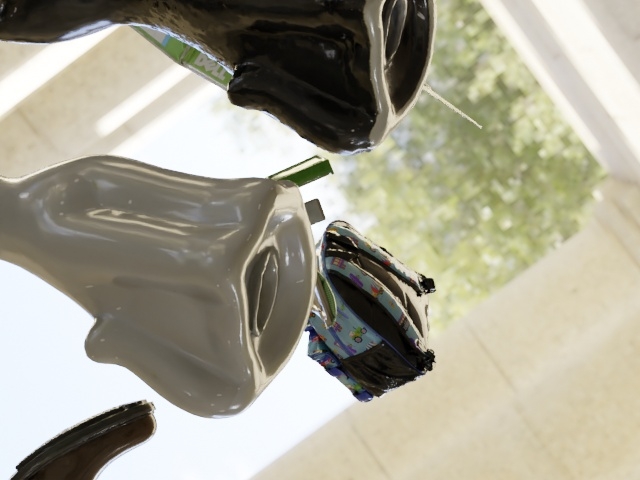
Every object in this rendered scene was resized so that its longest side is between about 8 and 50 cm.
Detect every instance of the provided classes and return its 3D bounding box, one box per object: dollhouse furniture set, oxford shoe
[{"bbox_3d":[0.000,0.000,1.408,0.076,0.059,0.151,-148,37,-72],"label":"dollhouse furniture set"},{"bbox_3d":[-0.210,0.211,1.170,0.096,0.227,0.083,51,175,4],"label":"oxford shoe"}]

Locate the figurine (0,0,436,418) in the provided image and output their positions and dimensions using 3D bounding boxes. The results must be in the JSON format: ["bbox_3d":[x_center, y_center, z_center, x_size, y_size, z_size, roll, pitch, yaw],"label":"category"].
[{"bbox_3d":[-0.086,-0.051,0.619,0.209,0.215,0.092,14,150,21],"label":"figurine"}]

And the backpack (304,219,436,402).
[{"bbox_3d":[0.037,0.072,1.644,0.173,0.117,0.158,41,-148,-28],"label":"backpack"}]

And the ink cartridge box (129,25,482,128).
[{"bbox_3d":[-0.027,-0.141,1.172,0.255,0.097,0.189,41,-171,39],"label":"ink cartridge box"}]
